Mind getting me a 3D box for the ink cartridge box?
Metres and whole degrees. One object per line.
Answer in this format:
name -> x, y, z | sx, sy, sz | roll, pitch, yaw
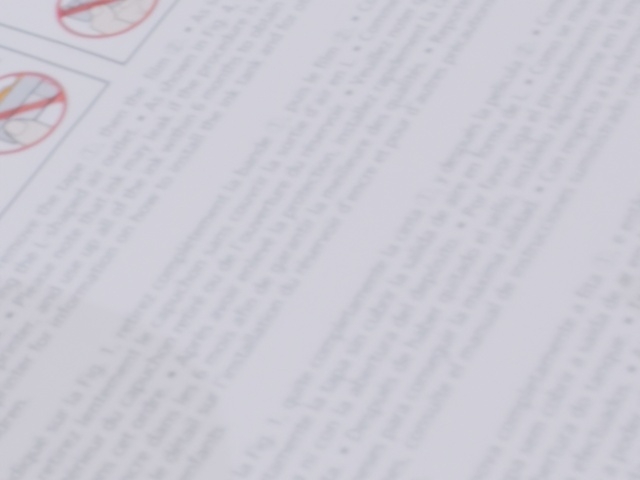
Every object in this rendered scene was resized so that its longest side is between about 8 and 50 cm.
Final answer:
ink cartridge box -> 0.000, 0.000, 0.476 | 0.385, 0.091, 0.308 | 19, 58, 27
